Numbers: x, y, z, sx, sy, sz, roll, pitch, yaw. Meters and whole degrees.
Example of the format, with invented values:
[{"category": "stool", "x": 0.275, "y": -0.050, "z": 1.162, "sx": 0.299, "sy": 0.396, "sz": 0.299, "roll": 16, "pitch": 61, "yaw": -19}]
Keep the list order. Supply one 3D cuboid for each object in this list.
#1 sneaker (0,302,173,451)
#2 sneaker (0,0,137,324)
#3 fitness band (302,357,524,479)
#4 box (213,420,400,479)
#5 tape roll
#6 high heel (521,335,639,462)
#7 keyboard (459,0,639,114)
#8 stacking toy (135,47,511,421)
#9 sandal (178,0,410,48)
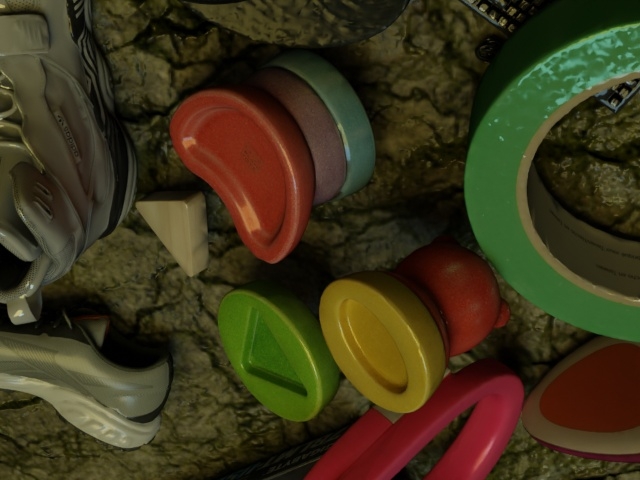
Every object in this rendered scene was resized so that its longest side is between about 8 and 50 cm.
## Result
[{"category": "sneaker", "x": -0.263, "y": 0.094, "z": 1.620, "sx": 0.272, "sy": 0.100, "sz": 0.108, "roll": 23, "pitch": 113, "yaw": -7}, {"category": "sneaker", "x": -0.262, "y": -0.113, "z": 1.387, "sx": 0.137, "sy": 0.210, "sz": 0.365, "roll": -6, "pitch": 123, "yaw": 18}, {"category": "fitness band", "x": 0.069, "y": 0.215, "z": 1.506, "sx": 0.054, "sy": 0.291, "sz": 0.209, "roll": 37, "pitch": 156, "yaw": 29}, {"category": "box", "x": -0.009, "y": 0.356, "z": 1.706, "sx": 0.296, "sy": 0.073, "sz": 0.293, "roll": -25, "pitch": 103, "yaw": 29}, {"category": "tape roll", "x": 0.275, "y": -0.058, "z": 1.352, "sx": 0.321, "sy": 0.077, "sz": 0.321, "roll": 5, "pitch": 130, "yaw": 5}, {"category": "high heel", "x": 0.369, "y": 0.148, "z": 1.486, "sx": 0.377, "sy": 0.127, "sz": 0.181, "roll": -11, "pitch": 149, "yaw": 36}, {"category": "keyboard", "x": 0.175, "y": -0.165, "z": 1.355, "sx": 0.180, "sy": 0.023, "sz": 0.108, "roll": 35, "pitch": 126, "yaw": -10}, {"category": "stacking toy", "x": 0.000, "y": 0.000, "z": 1.456, "sx": 0.309, "sy": 0.130, "sz": 0.279, "roll": 58, "pitch": 148, "yaw": 1}, {"category": "sandal", "x": -0.137, "y": -0.267, "z": 1.309, "sx": 0.446, "sy": 0.107, "sz": 0.167, "roll": 30, "pitch": 127, "yaw": -8}]
